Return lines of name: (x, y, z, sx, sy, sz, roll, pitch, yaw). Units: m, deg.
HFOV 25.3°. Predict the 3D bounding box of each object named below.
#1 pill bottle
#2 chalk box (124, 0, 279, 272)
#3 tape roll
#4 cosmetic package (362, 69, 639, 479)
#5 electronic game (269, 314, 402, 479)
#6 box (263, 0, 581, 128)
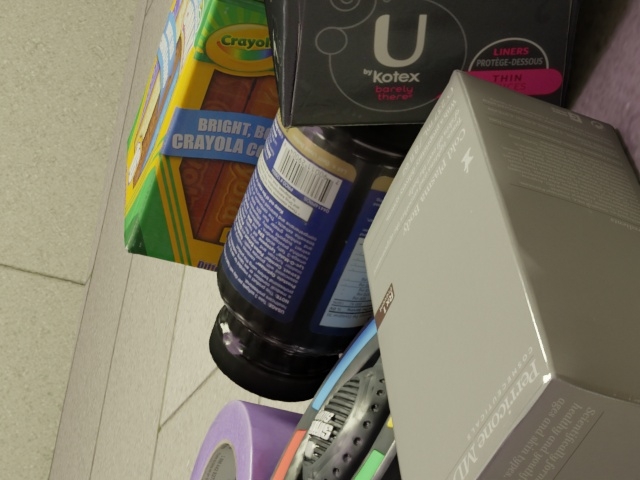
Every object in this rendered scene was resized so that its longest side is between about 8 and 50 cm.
pill bottle: (0.000, 0.000, 0.983, 0.123, 0.123, 0.219, -101, 30, -56)
chalk box: (-0.024, -0.132, 1.077, 0.179, 0.180, 0.289, -100, 28, -56)
tape roll: (-0.044, 0.214, 1.027, 0.189, 0.080, 0.189, -167, 90, -74)
cosmetic package: (0.096, 0.040, 0.666, 0.238, 0.107, 0.127, -95, 28, -56)
electronic game: (0.020, 0.116, 0.853, 0.229, 0.048, 0.229, -55, 10, 15)
box: (0.046, -0.200, 0.851, 0.270, 0.165, 0.143, -98, 8, -49)
